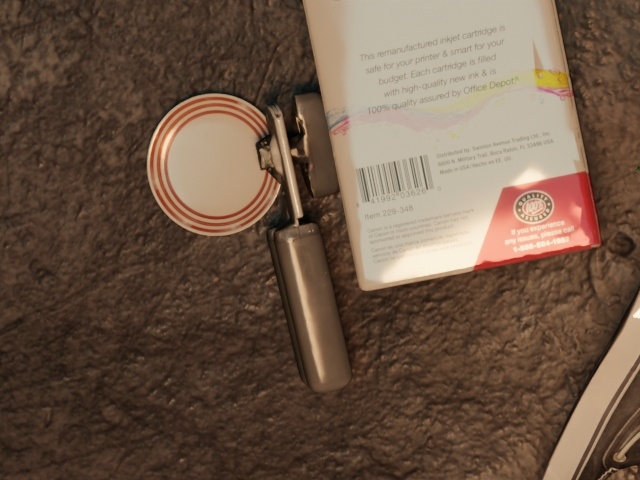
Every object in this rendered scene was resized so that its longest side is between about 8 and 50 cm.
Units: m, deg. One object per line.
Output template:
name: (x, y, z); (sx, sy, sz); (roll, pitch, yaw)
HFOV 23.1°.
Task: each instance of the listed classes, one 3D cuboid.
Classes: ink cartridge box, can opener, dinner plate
ink cartridge box: (0.122, -0.123, 1.445); (0.226, 0.131, 0.306); (-10, 89, 9)
can opener: (0.000, 0.000, 1.506); (0.095, 0.076, 0.284); (-14, 96, -10)
dinner plate: (-0.104, -0.075, 1.556); (0.141, 0.017, 0.141); (0, 92, 12)

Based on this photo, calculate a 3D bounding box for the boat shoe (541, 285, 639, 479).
boat shoe: (0.280, 0.155, 1.394); (0.102, 0.108, 0.301); (27, 127, 9)

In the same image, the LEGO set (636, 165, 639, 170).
LEGO set: (0.433, -0.026, 1.322); (0.331, 0.255, 0.192); (-5, 69, 4)
